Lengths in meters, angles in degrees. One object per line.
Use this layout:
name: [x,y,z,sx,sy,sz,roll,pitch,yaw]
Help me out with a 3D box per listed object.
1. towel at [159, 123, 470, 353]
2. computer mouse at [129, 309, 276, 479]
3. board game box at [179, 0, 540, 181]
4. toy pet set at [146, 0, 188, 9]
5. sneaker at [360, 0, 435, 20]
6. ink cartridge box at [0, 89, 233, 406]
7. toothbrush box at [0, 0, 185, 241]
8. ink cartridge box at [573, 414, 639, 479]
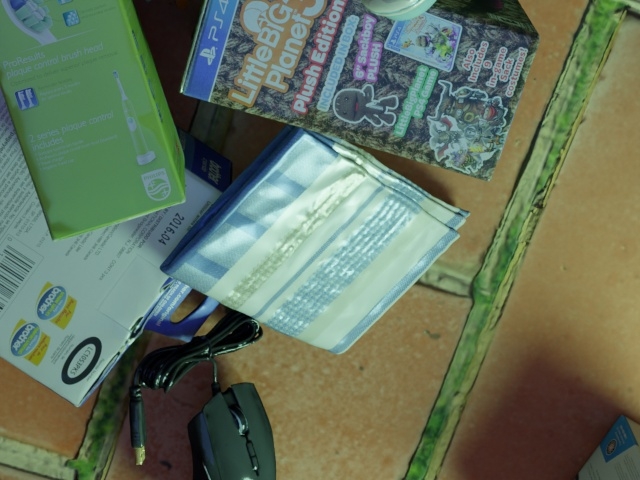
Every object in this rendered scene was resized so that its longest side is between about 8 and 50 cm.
towel: [0.000,0.000,1.750,0.209,0.034,0.285,-47,139,14]
computer mouse: [-0.112,0.214,1.829,0.060,0.184,0.262,17,116,40]
board game box: [0.032,-0.188,1.656,0.291,0.232,0.141,16,108,-7]
toy pet set: [-0.196,-0.231,1.735,0.122,0.065,0.114,-4,112,-34]
sneaker: [0.142,-0.272,1.559,0.127,0.319,0.208,3,145,35]
ink cartridge box: [-0.267,-0.028,1.749,0.395,0.151,0.270,35,105,-10]
toothbrush box: [-0.211,-0.166,1.529,0.122,0.206,0.283,-16,105,-1]
ink cartridge box: [0.305,0.300,1.881,0.082,0.139,0.190,28,107,-12]
